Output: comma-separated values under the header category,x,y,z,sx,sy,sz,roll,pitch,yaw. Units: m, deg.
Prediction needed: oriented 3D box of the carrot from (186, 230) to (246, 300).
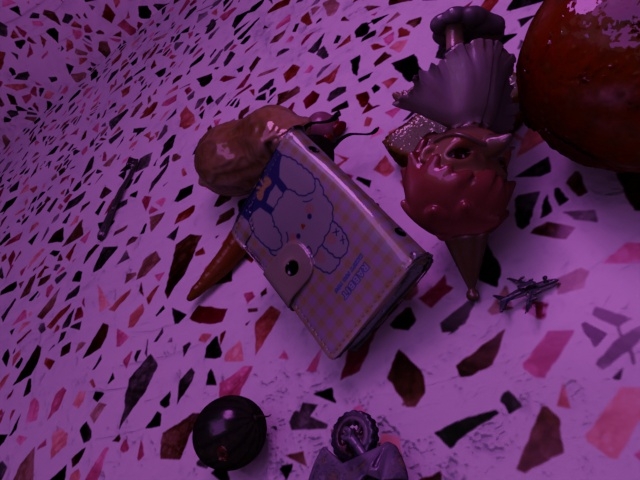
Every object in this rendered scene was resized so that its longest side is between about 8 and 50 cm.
category,x,y,z,sx,sy,sz,roll,pitch,yaw
carrot,-0.156,-0.005,1.092,0.336,0.069,0.069,-52,40,-1

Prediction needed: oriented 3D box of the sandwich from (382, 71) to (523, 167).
category,x,y,z,sx,sy,sz,roll,pitch,yaw
sandwich,0.228,-0.196,0.912,0.215,0.065,0.186,-47,40,1

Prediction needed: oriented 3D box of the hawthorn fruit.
category,x,y,z,sx,sy,sz,roll,pitch,yaw
hawthorn fruit,0.391,-0.227,0.636,0.315,0.316,0.316,-23,46,25

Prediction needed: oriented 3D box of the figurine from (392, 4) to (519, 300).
category,x,y,z,sx,sy,sz,roll,pitch,yaw
figurine,0.194,-0.115,0.740,0.166,0.207,0.387,-8,76,58

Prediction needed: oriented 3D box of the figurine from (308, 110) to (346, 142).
category,x,y,z,sx,sy,sz,roll,pitch,yaw
figurine,0.004,-0.236,1.136,0.071,0.067,0.083,34,66,30

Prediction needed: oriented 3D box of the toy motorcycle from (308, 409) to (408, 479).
category,x,y,z,sx,sy,sz,roll,pitch,yaw
toy motorcycle,0.036,0.320,0.653,0.122,0.080,0.215,7,68,46

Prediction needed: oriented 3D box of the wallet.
category,x,y,z,sx,sy,sz,roll,pitch,yaw
wallet,0.000,0.000,0.834,0.309,0.077,0.223,47,115,29

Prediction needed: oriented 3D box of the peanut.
category,x,y,z,sx,sy,sz,roll,pitch,yaw
peanut,-0.142,-0.189,1.132,0.339,0.174,0.158,-17,70,34

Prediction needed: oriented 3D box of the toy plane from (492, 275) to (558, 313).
category,x,y,z,sx,sy,sz,roll,pitch,yaw
toy plane,0.264,0.065,0.700,0.084,0.024,0.078,-32,24,17

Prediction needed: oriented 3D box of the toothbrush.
category,x,y,z,sx,sy,sz,roll,pitch,yaw
toothbrush,-0.593,-0.126,1.590,0.030,0.030,0.297,-39,34,51

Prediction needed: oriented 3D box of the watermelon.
category,x,y,z,sx,sy,sz,roll,pitch,yaw
watermelon,-0.123,0.276,0.798,0.133,0.105,0.105,-31,43,19

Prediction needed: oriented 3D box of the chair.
category,x,y,z,sx,sy,sz,roll,pitch,yaw
chair,-0.009,-0.120,0.978,0.213,0.174,0.149,-9,83,38
